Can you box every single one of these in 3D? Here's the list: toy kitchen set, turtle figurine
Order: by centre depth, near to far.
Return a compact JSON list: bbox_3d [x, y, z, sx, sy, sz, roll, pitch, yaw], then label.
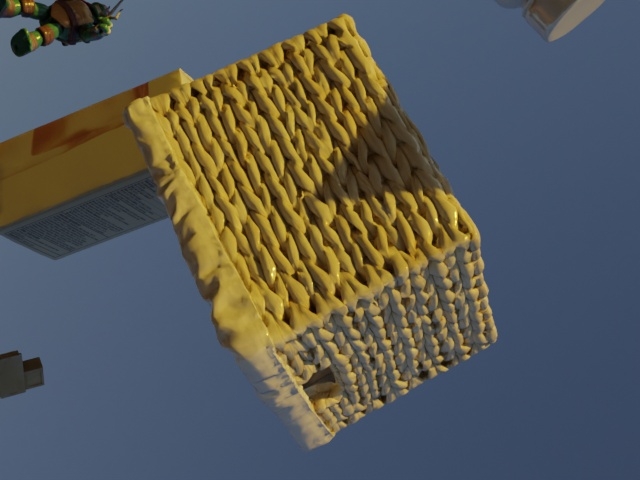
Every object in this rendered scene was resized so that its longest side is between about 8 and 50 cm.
[{"bbox_3d":[-0.369,0.131,1.330,0.083,0.068,0.075,-13,-131,-21],"label":"toy kitchen set"},{"bbox_3d":[-0.404,-0.366,1.855,0.175,0.118,0.234,44,-137,20],"label":"turtle figurine"}]

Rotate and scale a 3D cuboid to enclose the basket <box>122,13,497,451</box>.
[{"bbox_3d":[0.000,0.000,1.244,0.266,0.328,0.331,-26,-118,-1],"label":"basket"}]

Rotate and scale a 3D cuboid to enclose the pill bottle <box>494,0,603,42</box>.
[{"bbox_3d":[0.311,-0.509,1.870,0.204,0.361,0.204,-39,170,-8],"label":"pill bottle"}]

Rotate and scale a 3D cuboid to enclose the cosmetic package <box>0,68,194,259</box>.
[{"bbox_3d":[-0.270,-0.094,1.515,0.296,0.153,0.129,-19,-113,13],"label":"cosmetic package"}]
